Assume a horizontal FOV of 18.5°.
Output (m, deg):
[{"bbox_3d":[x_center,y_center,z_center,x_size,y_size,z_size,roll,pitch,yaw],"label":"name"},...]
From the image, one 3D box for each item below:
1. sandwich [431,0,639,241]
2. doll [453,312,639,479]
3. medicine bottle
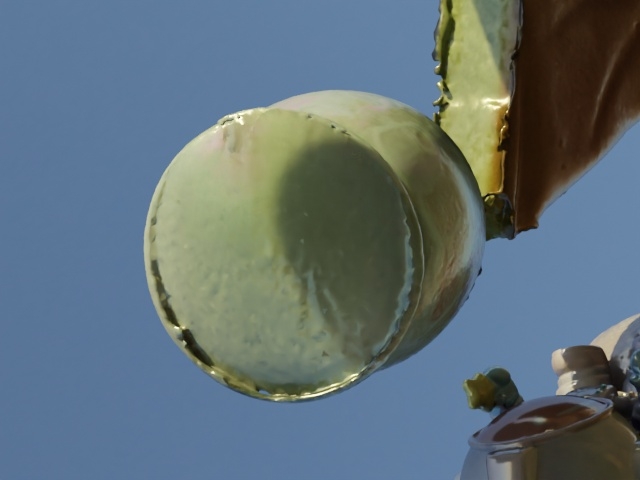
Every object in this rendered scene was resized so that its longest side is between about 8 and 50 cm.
[{"bbox_3d":[0.153,-0.110,1.148,0.212,0.063,0.245,8,-93,-48],"label":"sandwich"},{"bbox_3d":[0.168,0.121,1.100,0.287,0.151,0.151,-13,-100,-57],"label":"doll"},{"bbox_3d":[0.000,0.000,0.981,0.147,0.147,0.143,65,-158,1],"label":"medicine bottle"}]
